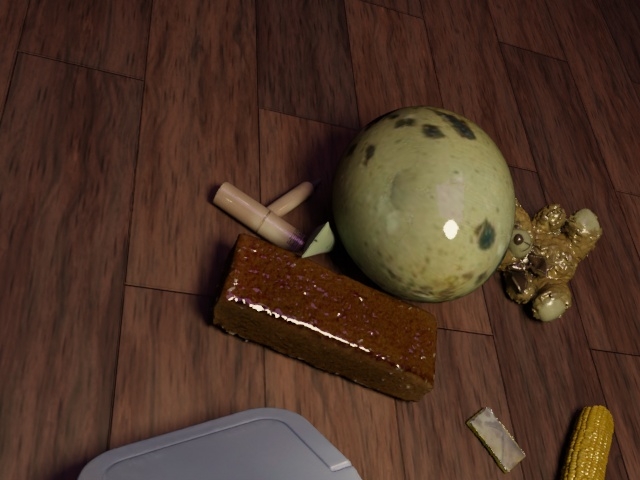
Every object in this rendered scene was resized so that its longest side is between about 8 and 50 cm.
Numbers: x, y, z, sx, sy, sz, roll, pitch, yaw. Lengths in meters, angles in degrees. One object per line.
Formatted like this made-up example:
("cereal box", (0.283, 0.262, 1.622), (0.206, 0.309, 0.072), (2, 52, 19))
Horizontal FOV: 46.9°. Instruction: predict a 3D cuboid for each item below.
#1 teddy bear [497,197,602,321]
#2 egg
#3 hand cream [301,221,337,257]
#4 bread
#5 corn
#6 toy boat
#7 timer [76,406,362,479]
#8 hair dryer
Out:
("teddy bear", (0.444, 0.014, 1.602), (0.256, 0.156, 0.267), (32, 78, -7))
("egg", (0.197, -0.065, 1.396), (0.345, 0.345, 0.428), (10, 34, -20))
("hand cream", (0.000, 0.000, 1.376), (0.050, 0.205, 0.078), (38, 93, 5))
("bread", (0.014, 0.142, 1.324), (0.417, 0.113, 0.165), (24, 50, -11))
("corn", (0.502, 0.409, 1.394), (0.080, 0.080, 0.238), (33, 47, -1))
("toy boat", (0.327, 0.370, 1.375), (0.063, 0.016, 0.115), (-24, 71, -37))
("timer", (-0.110, 0.398, 0.954), (0.395, 0.173, 0.395), (4, 19, -1))
("hair dryer", (-0.082, -0.092, 1.483), (0.195, 0.053, 0.220), (34, 48, 0))
